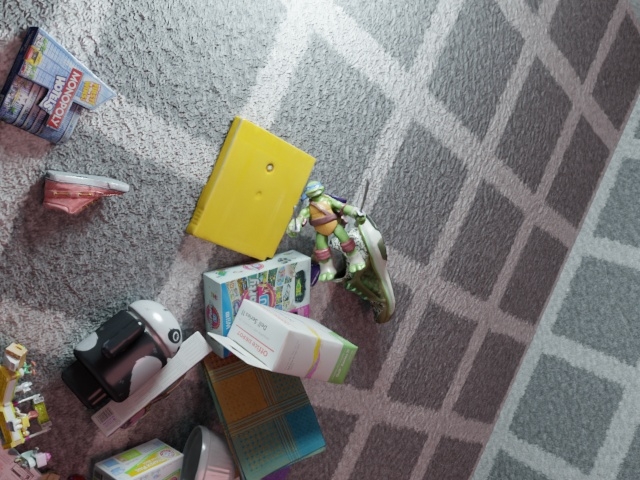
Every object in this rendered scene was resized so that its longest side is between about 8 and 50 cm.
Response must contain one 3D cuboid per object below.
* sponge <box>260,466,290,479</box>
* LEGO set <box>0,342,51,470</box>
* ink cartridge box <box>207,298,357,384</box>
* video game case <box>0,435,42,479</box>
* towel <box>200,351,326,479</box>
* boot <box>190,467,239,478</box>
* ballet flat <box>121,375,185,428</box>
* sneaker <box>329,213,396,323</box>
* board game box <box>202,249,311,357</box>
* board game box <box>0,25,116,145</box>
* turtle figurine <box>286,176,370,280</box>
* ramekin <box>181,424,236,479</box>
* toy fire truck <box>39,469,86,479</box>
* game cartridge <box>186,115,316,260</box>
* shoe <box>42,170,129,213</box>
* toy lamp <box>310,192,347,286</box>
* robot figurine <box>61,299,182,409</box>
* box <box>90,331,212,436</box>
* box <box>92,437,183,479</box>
[{"bbox_3d":[-0.171,0.784,2.065,0.117,0.031,0.210,24,88,-45],"label":"sponge"},{"bbox_3d":[-0.641,0.347,1.405,0.107,0.132,0.287,-14,106,-50],"label":"LEGO set"},{"bbox_3d":[-0.094,0.261,1.676,0.353,0.207,0.119,23,91,-46],"label":"ink cartridge box"},{"bbox_3d":[-0.750,0.518,1.396,0.183,0.023,0.201,-44,115,-22],"label":"video game case"},{"bbox_3d":[-0.158,0.445,1.762,0.271,0.370,0.040,-11,158,-34],"label":"towel"},{"bbox_3d":[-0.256,0.698,1.911,0.269,0.089,0.236,-23,119,-36],"label":"boot"},{"bbox_3d":[-0.436,0.401,1.651,0.221,0.077,0.079,-38,147,-20],"label":"ballet flat"},{"bbox_3d":[0.123,0.109,2.040,0.182,0.158,0.410,-17,124,-3],"label":"sneaker"},{"bbox_3d":[-0.172,0.170,1.784,0.303,0.097,0.224,-15,115,-37],"label":"board game box"},{"bbox_3d":[-0.527,-0.296,1.299,0.194,0.060,0.194,24,89,-44],"label":"board game box"},{"bbox_3d":[0.022,-0.021,1.733,0.198,0.275,0.266,-28,108,-25],"label":"turtle figurine"},{"bbox_3d":[-0.302,0.609,1.716,0.109,0.207,0.207,19,93,-20],"label":"ramekin"},{"bbox_3d":[-0.654,0.600,1.533,0.192,0.047,0.135,-17,116,-38],"label":"toy fire truck"},{"bbox_3d":[-0.178,-0.126,1.702,0.285,0.053,0.323,24,91,-45],"label":"game cartridge"},{"bbox_3d":[-0.510,-0.099,1.393,0.178,0.063,0.081,6,103,-38],"label":"shoe"},{"bbox_3d":[0.000,0.000,1.893,0.080,0.080,0.274,16,92,-45],"label":"toy lamp"},{"bbox_3d":[-0.455,0.265,1.498,0.278,0.209,0.173,-41,116,-24],"label":"robot figurine"},{"bbox_3d":[-0.413,0.354,1.590,0.324,0.063,0.067,-40,86,-20],"label":"box"},{"bbox_3d":[-0.464,0.603,1.637,0.203,0.114,0.103,-8,111,-56],"label":"box"}]
